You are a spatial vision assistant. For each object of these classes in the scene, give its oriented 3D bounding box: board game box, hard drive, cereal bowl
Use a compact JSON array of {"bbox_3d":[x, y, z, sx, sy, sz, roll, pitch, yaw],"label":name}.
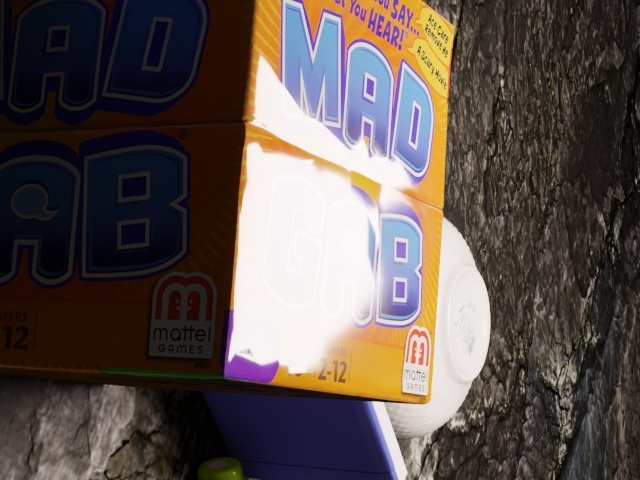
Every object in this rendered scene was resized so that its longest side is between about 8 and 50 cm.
[{"bbox_3d":[-0.125,-0.054,1.155,0.356,0.356,0.356,19,73,-61],"label":"board game box"},{"bbox_3d":[-0.045,0.138,1.459,0.040,0.210,0.319,-57,138,-45],"label":"hard drive"},{"bbox_3d":[0.145,0.113,1.892,0.339,0.141,0.339,5,84,-62],"label":"cereal bowl"}]

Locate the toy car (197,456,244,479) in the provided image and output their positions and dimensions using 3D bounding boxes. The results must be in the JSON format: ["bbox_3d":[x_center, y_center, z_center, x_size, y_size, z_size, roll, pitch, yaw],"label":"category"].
[{"bbox_3d":[-0.060,0.333,1.453,0.149,0.188,0.155,-31,117,-58],"label":"toy car"}]
